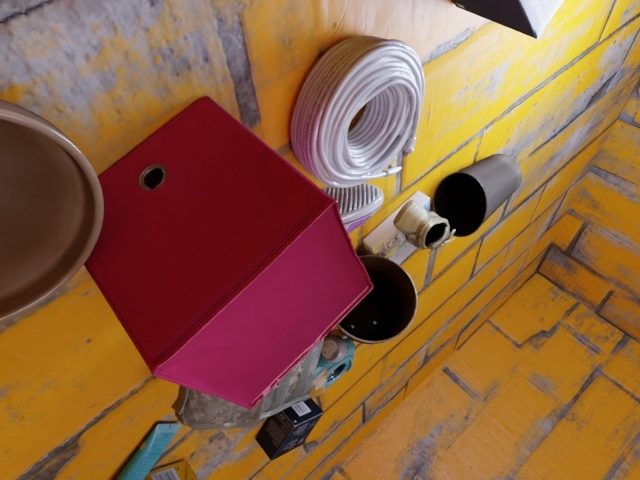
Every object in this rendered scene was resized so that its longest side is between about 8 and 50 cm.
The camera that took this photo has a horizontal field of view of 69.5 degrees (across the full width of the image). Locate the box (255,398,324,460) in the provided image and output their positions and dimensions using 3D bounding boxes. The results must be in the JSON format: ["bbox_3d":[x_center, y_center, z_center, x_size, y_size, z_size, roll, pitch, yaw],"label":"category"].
[{"bbox_3d":[-0.098,0.590,1.469,0.156,0.093,0.158,4,121,-55],"label":"box"}]

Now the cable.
[{"bbox_3d":[0.068,-0.208,0.767,0.257,0.089,0.257,-24,141,-35],"label":"cable"}]

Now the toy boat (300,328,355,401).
[{"bbox_3d":[0.001,0.323,1.234,0.267,0.148,0.318,-32,147,-26],"label":"toy boat"}]

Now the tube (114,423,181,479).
[{"bbox_3d":[-0.393,0.489,1.017,0.207,0.052,0.080,-53,155,-2],"label":"tube"}]

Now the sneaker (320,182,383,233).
[{"bbox_3d":[-0.001,0.000,0.892,0.282,0.102,0.161,-26,134,-14],"label":"sneaker"}]

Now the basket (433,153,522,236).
[{"bbox_3d":[0.445,-0.141,1.283,0.227,0.154,0.204,-32,148,-33],"label":"basket"}]

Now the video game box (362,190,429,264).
[{"bbox_3d":[0.206,-0.006,1.222,0.205,0.048,0.187,-41,151,-13],"label":"video game box"}]

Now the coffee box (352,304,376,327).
[{"bbox_3d":[0.170,0.186,1.404,0.113,0.040,0.184,-18,139,-42],"label":"coffee box"}]

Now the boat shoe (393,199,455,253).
[{"bbox_3d":[0.273,-0.018,1.160,0.104,0.089,0.285,-57,149,11],"label":"boat shoe"}]

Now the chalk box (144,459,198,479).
[{"bbox_3d":[-0.419,0.715,1.107,0.289,0.179,0.180,-54,149,10],"label":"chalk box"}]

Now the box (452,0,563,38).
[{"bbox_3d":[0.290,-0.495,0.632,0.296,0.183,0.294,5,122,-54],"label":"box"}]

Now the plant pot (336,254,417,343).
[{"bbox_3d":[0.118,0.177,1.195,0.215,0.215,0.230,-39,164,-16],"label":"plant pot"}]

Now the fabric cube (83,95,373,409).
[{"bbox_3d":[-0.123,0.024,0.614,0.254,0.258,0.259,-42,150,-9],"label":"fabric cube"}]

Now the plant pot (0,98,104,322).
[{"bbox_3d":[-0.337,-0.034,0.415,0.237,0.110,0.237,-34,148,-25],"label":"plant pot"}]

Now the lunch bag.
[{"bbox_3d":[-0.134,0.217,0.888,0.287,0.169,0.235,-6,115,-48],"label":"lunch bag"}]
